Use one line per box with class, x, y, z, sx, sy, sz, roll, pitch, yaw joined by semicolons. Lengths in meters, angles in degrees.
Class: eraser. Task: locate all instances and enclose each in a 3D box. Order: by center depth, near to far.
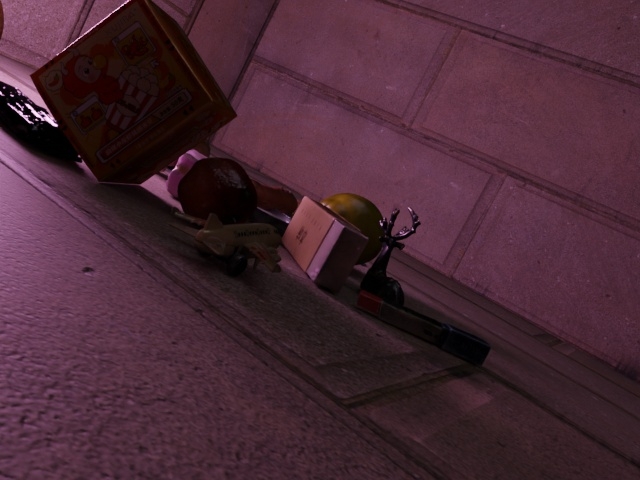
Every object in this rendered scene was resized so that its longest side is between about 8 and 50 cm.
eraser;0.000;0.000;1.357;0.078;0.144;0.343;27;5;-20

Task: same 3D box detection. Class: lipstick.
lipstick;0.210;0.179;1.231;0.312;0.051;0.051;24;9;-11

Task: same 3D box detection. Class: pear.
pear;0.078;-0.030;1.643;0.212;0.212;0.269;33;10;39

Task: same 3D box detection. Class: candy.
candy;-0.299;-0.157;1.495;0.155;0.115;0.265;25;7;-13

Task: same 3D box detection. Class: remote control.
remote control;-0.640;-0.274;1.257;0.399;0.062;0.144;33;8;37

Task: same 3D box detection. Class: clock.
clock;-0.163;-0.074;1.693;0.226;0.049;0.226;27;6;-3

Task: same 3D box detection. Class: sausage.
sausage;-0.139;-0.120;1.633;0.078;0.078;0.304;29;7;18

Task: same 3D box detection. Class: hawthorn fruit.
hawthorn fruit;-0.203;-0.080;1.203;0.157;0.157;0.194;19;29;-54

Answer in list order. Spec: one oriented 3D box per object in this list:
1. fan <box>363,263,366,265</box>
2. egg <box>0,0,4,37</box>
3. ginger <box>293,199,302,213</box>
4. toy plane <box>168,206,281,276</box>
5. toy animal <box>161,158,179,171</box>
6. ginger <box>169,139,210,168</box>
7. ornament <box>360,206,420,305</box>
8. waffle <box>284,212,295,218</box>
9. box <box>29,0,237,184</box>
fan;0.103;0.052;1.974;0.113;0.005;0.175;27;6;-1
egg;-0.836;-0.497;1.246;0.283;0.282;0.351;26;0;-10
ginger;-0.075;-0.122;2.329;0.137;0.074;0.213;20;0;16
toy plane;-0.139;0.004;0.987;0.229;0.092;0.244;28;5;25
toy animal;-0.413;-0.248;1.579;0.212;0.124;0.124;3;-12;42
ginger;-0.510;-0.337;1.875;0.304;0.155;0.244;31;9;26
ornament;0.169;0.037;1.347;0.080;0.236;0.202;20;7;-16
waffle;-0.170;-0.121;1.879;0.214;0.054;0.208;30;-6;-2
box;-0.373;-0.297;1.199;0.259;0.283;0.214;57;9;2
